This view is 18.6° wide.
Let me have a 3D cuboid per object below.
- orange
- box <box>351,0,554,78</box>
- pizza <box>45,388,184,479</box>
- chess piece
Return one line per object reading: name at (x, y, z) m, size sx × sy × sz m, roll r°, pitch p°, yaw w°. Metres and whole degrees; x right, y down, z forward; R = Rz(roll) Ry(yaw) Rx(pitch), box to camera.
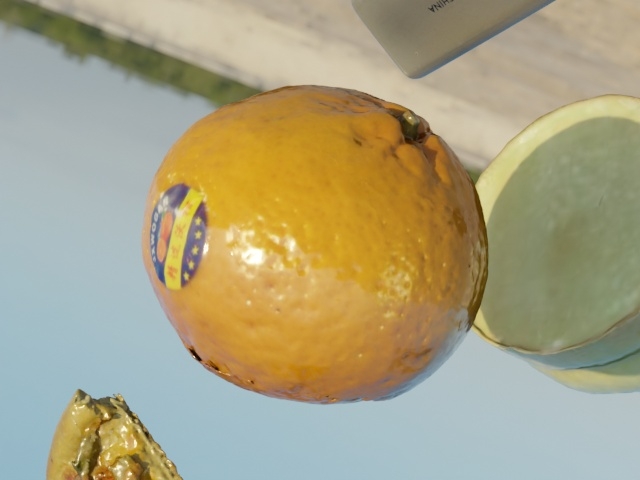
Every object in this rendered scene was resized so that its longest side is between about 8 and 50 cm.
orange at (-0.002, 0.001, 1.205) m, size 0.219 × 0.193 × 0.219 m, roll 20°, pitch -176°, yaw -2°
box at (0.139, -0.228, 1.648) m, size 0.243 × 0.055 × 0.103 m, roll -28°, pitch 106°, yaw 42°
pizza at (-0.231, 0.318, 2.107) m, size 0.087 × 0.268 × 0.258 m, roll -24°, pitch -106°, yaw -40°
chess piece at (0.327, 0.070, 1.603) m, size 0.442 × 0.234 × 0.234 m, roll 31°, pitch 176°, yaw -40°
